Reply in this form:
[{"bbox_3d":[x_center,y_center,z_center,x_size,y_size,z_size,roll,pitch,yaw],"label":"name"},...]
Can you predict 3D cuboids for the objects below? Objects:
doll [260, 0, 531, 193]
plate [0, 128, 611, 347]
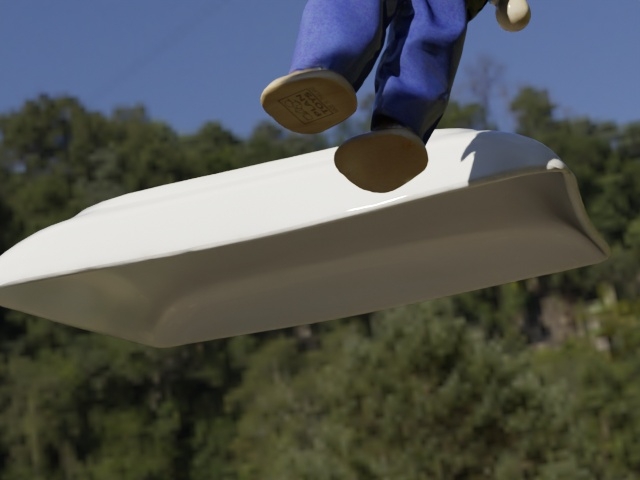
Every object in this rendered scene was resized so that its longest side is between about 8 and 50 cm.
[{"bbox_3d":[0.032,-0.115,0.700,0.129,0.189,0.046,38,-39,-23],"label":"doll"},{"bbox_3d":[0.000,0.000,0.894,0.278,0.045,0.277,-12,-12,12],"label":"plate"}]
